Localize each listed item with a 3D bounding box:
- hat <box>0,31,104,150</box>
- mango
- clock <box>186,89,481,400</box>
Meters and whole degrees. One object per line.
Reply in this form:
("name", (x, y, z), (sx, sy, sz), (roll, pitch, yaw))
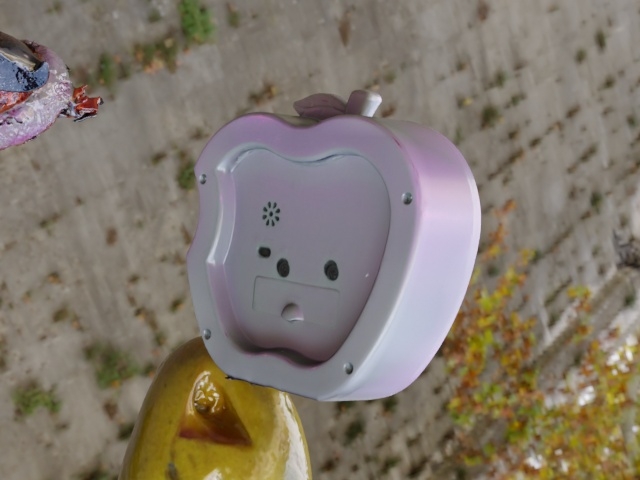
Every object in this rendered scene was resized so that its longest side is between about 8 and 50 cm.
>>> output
("hat", (-0.329, -0.186, 1.043), (0.140, 0.227, 0.129), (6, -121, 21))
("mango", (-0.135, 0.301, 1.339), (0.253, 0.365, 0.182), (0, 179, 4))
("clock", (0.000, 0.000, 1.105), (0.338, 0.338, 0.102), (-5, 174, 42))
